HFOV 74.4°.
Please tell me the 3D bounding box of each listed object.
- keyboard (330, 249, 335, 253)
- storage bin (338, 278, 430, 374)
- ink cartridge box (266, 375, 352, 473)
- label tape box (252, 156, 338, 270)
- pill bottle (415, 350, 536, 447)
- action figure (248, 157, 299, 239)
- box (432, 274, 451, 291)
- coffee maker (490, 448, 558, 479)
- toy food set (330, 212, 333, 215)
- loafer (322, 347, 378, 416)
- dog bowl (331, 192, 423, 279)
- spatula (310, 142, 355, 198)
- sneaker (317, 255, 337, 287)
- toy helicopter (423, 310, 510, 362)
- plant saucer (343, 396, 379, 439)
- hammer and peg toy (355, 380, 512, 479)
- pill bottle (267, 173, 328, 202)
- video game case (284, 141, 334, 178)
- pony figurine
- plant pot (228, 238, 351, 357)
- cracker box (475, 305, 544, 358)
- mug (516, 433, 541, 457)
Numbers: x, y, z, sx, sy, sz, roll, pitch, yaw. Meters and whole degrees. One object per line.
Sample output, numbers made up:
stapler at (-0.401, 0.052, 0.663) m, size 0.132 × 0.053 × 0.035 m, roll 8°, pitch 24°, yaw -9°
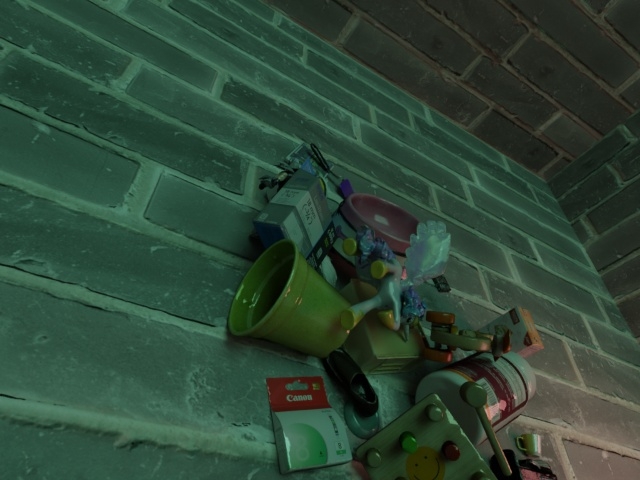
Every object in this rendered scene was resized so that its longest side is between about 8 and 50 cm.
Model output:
keyboard at (0.000, 0.000, 1.493) m, size 0.180 × 0.023 × 0.108 m, roll 23°, pitch 43°, yaw -21°
storage bin at (0.192, 0.269, 1.325) m, size 0.260 × 0.123 × 0.263 m, roll 10°, pitch 48°, yaw -35°
ink cartridge box at (-0.030, 0.438, 1.039) m, size 0.180 × 0.056 × 0.225 m, roll 11°, pitch 50°, yaw -33°
label tape box at (-0.040, -0.067, 1.290) m, size 0.334 × 0.105 × 0.241 m, roll -56°, pitch 141°, yaw -36°
pill bottle at (0.495, 0.472, 1.308) m, size 0.391 × 0.224 × 0.224 m, roll -3°, pitch 56°, yaw -42°
action figure at (-0.125, -0.129, 1.333) m, size 0.185 × 0.099 × 0.285 m, roll 21°, pitch 83°, yaw -42°
box at (0.500, 0.175, 1.752) m, size 0.067 × 0.018 × 0.083 m, roll 4°, pitch 52°, yaw -37°
coffee maker at (0.616, 0.739, 1.268) m, size 0.178 × 0.120 × 0.171 m, roll 25°, pitch 65°, yaw -19°
toy food set at (0.000, -0.104, 1.590) m, size 0.078 × 0.019 × 0.122 m, roll 47°, pitch 39°, yaw 6°
loafer at (0.088, 0.368, 1.150) m, size 0.080 × 0.078 × 0.220 m, roll -27°, pitch 61°, yaw -31°
dog bowl at (0.218, -0.024, 1.502) m, size 0.407 × 0.151 × 0.408 m, roll 21°, pitch 25°, yaw -10°
spatula at (0.050, -0.285, 1.760) m, size 0.296 × 0.030 × 0.084 m, roll 50°, pitch 40°, yaw -3°
sneaker at (0.014, 0.132, 1.337) m, size 0.094 × 0.090 × 0.235 m, roll 25°, pitch 42°, yaw -34°
toy helicopter at (0.476, 0.300, 1.285) m, size 0.355 × 0.234 × 0.140 m, roll 16°, pitch 78°, yaw -54°
plant saucer at (0.118, 0.476, 1.149) m, size 0.119 × 0.021 × 0.120 m, roll 23°, pitch 42°, yaw -22°
hammer and peg toy at (0.303, 0.525, 1.025) m, size 0.361 × 0.127 × 0.266 m, roll -33°, pitch 75°, yaw -5°
pill bottle at (-0.081, -0.175, 1.510) m, size 0.208 × 0.119 × 0.119 m, roll -12°, pitch 63°, yaw -46°
video game case at (-0.043, -0.321, 1.755) m, size 0.173 × 0.022 × 0.190 m, roll 39°, pitch 39°, yaw -5°
pony figurine at (0.189, 0.097, 1.168) m, size 0.363 × 0.302 × 0.352 m, roll 22°, pitch 66°, yaw -55°
plant pot at (-0.060, 0.178, 1.118) m, size 0.253 × 0.276 × 0.276 m, roll 36°, pitch 37°, yaw -26°
cracker box at (0.680, 0.368, 1.552) m, size 0.067 × 0.232 × 0.156 m, roll 21°, pitch 43°, yaw -24°
mug at (0.708, 0.695, 1.424) m, size 0.062 × 0.078 × 0.064 m, roll 54°, pitch 36°, yaw -41°
